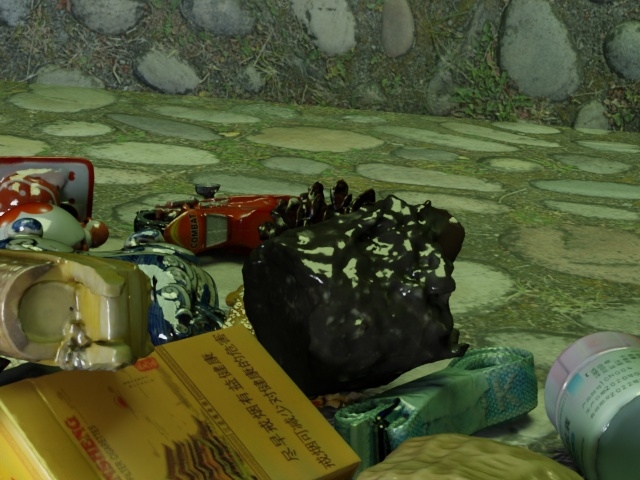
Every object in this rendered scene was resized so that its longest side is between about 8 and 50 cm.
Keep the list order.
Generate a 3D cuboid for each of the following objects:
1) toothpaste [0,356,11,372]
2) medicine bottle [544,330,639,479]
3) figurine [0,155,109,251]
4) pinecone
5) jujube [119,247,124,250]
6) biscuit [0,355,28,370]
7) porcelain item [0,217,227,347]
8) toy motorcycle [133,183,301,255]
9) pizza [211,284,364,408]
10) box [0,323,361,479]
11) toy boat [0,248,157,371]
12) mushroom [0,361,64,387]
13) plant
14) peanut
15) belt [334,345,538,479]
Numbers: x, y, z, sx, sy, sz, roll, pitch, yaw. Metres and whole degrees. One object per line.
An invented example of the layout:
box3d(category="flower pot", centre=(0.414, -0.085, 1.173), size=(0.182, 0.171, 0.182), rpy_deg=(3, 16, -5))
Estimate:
box3d(category="toothpaste", centre=(-0.282, 0.109, 0.982), size=(0.071, 0.045, 0.193), rpy_deg=(17, 9, -9))
box3d(category="medicine bottle", centre=(0.290, 0.167, 1.206), size=(0.135, 0.135, 0.168), rpy_deg=(4, 16, -7))
box3d(category="figurine", centre=(-0.341, 0.007, 1.561), size=(0.183, 0.160, 0.226), rpy_deg=(-2, 22, -23))
box3d(category="pinecone", centre=(-0.006, 0.006, 1.671), size=(0.165, 0.163, 0.163), rpy_deg=(-7, 8, 29))
box3d(category="jujube", centre=(-0.207, 0.043, 1.591), size=(0.077, 0.077, 0.129), rpy_deg=(-10, 22, -44))
box3d(category="biscuit", centre=(-0.314, 0.134, 1.253), size=(0.120, 0.015, 0.120), rpy_deg=(7, 42, -6))
box3d(category="porcelain item", centre=(-0.243, 0.078, 1.394), size=(0.288, 0.138, 0.186), rpy_deg=(3, 32, -27))
box3d(category="toy motorcycle", centre=(-0.114, -0.026, 1.852), size=(0.298, 0.089, 0.171), rpy_deg=(-4, 16, -31))
box3d(category="pizza", centre=(-0.068, 0.133, 1.326), size=(0.199, 0.062, 0.188), rpy_deg=(-22, 58, -40))
box3d(category="box", centre=(-0.120, 0.171, 1.031), size=(0.274, 0.076, 0.174), rpy_deg=(-12, 49, -48))
box3d(category="toy boat", centre=(-0.242, 0.049, 1.027), size=(0.310, 0.089, 0.115), rpy_deg=(6, 8, 44))
box3d(category="mushroom", centre=(-0.289, 0.151, 1.082), size=(0.329, 0.122, 0.159), rpy_deg=(-8, 40, -45))
box3d(category="plant", centre=(0.047, 0.058, 1.278), size=(0.234, 0.178, 0.204), rpy_deg=(-7, -22, -33))
box3d(category="peanut", centre=(0.104, 0.224, 0.984), size=(0.197, 0.110, 0.233), rpy_deg=(15, 16, 31))
box3d(category="belt", centre=(0.120, 0.166, 1.264), size=(0.087, 0.072, 0.302), rpy_deg=(9, 15, 36))
